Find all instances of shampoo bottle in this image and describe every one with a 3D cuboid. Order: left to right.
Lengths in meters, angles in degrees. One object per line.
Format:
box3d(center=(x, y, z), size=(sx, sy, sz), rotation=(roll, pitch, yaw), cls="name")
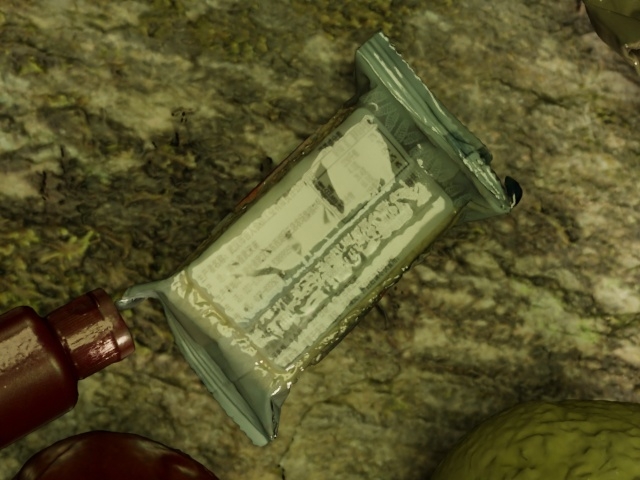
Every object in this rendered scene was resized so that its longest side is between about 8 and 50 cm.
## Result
box3d(center=(-0.270, 0.122, 1.109), size=(0.260, 0.064, 0.102), rotation=(-29, 122, -17), cls="shampoo bottle")

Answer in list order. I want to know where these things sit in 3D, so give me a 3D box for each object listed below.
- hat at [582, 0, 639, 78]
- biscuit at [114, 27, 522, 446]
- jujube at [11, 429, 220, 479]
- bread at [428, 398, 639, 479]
box3d(center=(0.312, -0.167, 1.247), size=(0.166, 0.144, 0.173), rotation=(-29, 138, -12), cls="hat")
box3d(center=(0.004, 0.003, 1.169), size=(0.186, 0.079, 0.309), rotation=(45, 81, -9), cls="biscuit")
box3d(center=(-0.122, 0.293, 1.087), size=(0.223, 0.223, 0.318), rotation=(-46, 105, -8), cls="jujube")
box3d(center=(0.208, 0.276, 1.093), size=(0.237, 0.320, 0.320), rotation=(-8, 91, -15), cls="bread")
